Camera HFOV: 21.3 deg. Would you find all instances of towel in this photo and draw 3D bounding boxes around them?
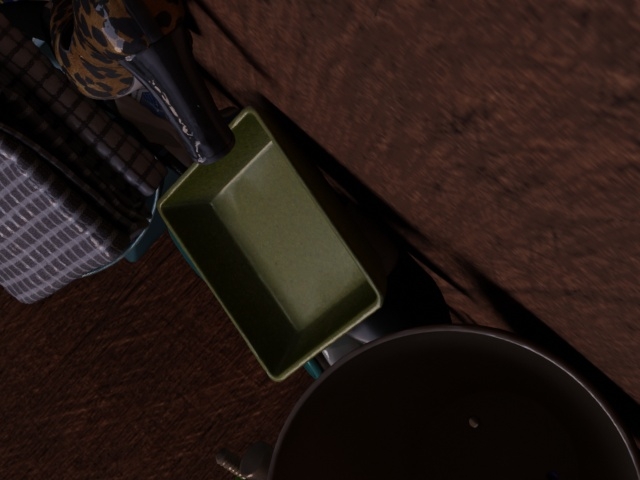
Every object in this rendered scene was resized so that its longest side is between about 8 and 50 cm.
[{"bbox_3d":[-0.288,-0.062,1.534,0.235,0.121,0.284,44,154,-14],"label":"towel"}]

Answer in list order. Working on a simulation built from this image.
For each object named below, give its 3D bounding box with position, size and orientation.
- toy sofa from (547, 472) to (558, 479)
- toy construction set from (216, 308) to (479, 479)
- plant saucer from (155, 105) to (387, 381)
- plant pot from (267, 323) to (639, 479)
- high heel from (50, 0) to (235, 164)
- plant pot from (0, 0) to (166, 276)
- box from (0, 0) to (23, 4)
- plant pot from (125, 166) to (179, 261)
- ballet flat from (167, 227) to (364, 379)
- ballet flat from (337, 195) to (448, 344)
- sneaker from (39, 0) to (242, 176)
[{"bbox_3d":[0.259,0.302,1.450,0.362,0.150,0.177,41,159,9],"label":"toy sofa"},{"bbox_3d":[0.071,0.211,1.701,0.237,0.309,0.257,38,-174,-28],"label":"toy construction set"},{"bbox_3d":[-0.032,0.000,1.387,0.188,0.045,0.188,56,142,5],"label":"plant saucer"},{"bbox_3d":[0.122,0.194,1.314,0.284,0.284,0.191,41,-166,10],"label":"plant pot"},{"bbox_3d":[-0.161,-0.180,1.234,0.261,0.093,0.186,42,165,45],"label":"high heel"},{"bbox_3d":[-0.281,-0.131,1.744,0.290,0.290,0.195,43,-148,-17],"label":"plant pot"},{"bbox_3d":[-0.356,-0.303,1.841,0.059,0.054,0.169,41,177,11],"label":"box"},{"bbox_3d":[-0.232,-0.106,2.045,0.166,0.165,0.234,42,168,4],"label":"plant pot"},{"bbox_3d":[-0.028,0.026,1.667,0.139,0.139,0.400,44,175,-26],"label":"ballet flat"},{"bbox_3d":[0.000,0.000,1.466,0.280,0.095,0.096,38,160,43],"label":"ballet flat"},{"bbox_3d":[-0.156,-0.140,1.475,0.211,0.081,0.080,43,175,-24],"label":"sneaker"}]
